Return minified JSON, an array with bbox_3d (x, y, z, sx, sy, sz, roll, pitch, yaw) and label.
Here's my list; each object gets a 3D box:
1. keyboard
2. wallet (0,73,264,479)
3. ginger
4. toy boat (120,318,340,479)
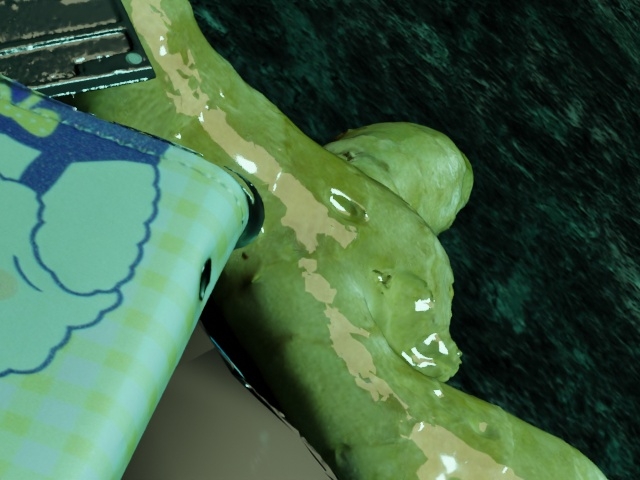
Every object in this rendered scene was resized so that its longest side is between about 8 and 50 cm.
[{"bbox_3d":[-0.176,-0.084,0.862,0.198,0.010,0.063,-14,66,-29],"label":"keyboard"},{"bbox_3d":[-0.163,0.038,0.664,0.223,0.077,0.309,23,39,0],"label":"wallet"},{"bbox_3d":[-0.008,0.019,0.976,0.348,0.122,0.363,23,42,-35],"label":"ginger"},{"bbox_3d":[-0.081,0.112,0.770,0.134,0.092,0.299,-32,72,-32],"label":"toy boat"}]
